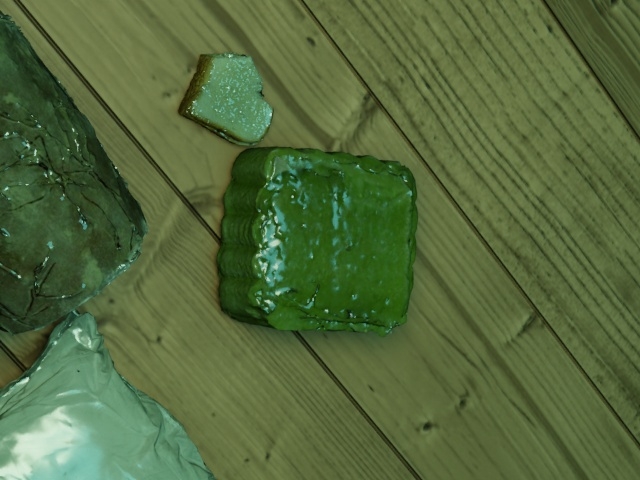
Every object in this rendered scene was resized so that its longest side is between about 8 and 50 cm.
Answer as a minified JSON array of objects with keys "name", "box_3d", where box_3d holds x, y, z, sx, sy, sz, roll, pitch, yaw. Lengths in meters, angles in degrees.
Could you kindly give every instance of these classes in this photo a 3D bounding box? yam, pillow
[{"name":"yam","box_3d":[-0.334,-0.082,1.633,0.241,0.241,0.348,-47,116,-17]},{"name":"pillow","box_3d":[-0.272,0.263,1.748,0.310,0.138,0.283,-40,104,-20]}]

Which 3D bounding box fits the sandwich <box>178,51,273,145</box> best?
[{"name":"sandwich","box_3d":[-0.094,-0.154,1.859,0.105,0.035,0.093,32,79,-27]}]

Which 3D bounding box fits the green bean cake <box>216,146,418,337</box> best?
[{"name":"green bean cake","box_3d":[0.000,0.000,1.880,0.214,0.113,0.200,2,94,-28]}]
